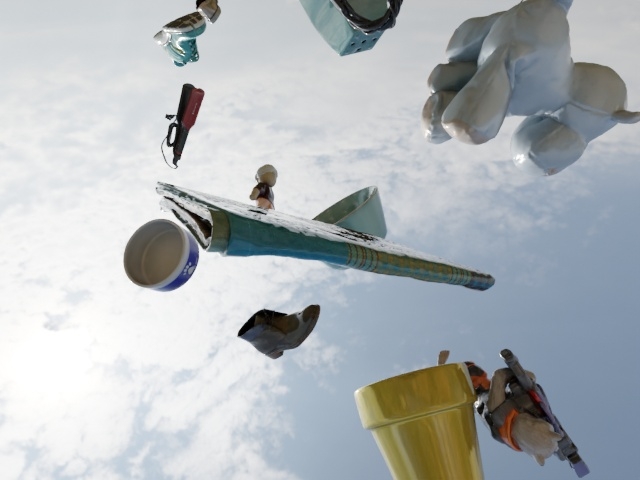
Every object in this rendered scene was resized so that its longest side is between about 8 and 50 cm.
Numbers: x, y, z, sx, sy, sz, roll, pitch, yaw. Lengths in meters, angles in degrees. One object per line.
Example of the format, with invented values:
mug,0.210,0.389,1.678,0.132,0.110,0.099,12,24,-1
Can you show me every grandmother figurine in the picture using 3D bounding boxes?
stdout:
grandmother figurine,-0.207,-0.136,1.606,0.104,0.207,0.341,-1,-116,4

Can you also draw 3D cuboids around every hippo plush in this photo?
hippo plush,0.320,-0.234,0.646,0.237,0.294,0.234,25,-153,-18

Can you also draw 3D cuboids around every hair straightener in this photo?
hair straightener,-0.368,-0.298,1.115,0.089,0.230,0.047,35,-153,29

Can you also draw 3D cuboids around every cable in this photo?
cable,0.098,-0.518,0.869,0.151,0.184,0.047,-39,-169,29

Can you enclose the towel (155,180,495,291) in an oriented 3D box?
towel,0.000,0.000,0.542,0.371,0.040,0.271,12,-174,-32

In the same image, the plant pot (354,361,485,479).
plant pot,0.221,0.407,0.893,0.254,0.254,0.238,-10,-116,-8

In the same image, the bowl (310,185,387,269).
bowl,0.084,-0.022,1.331,0.312,0.163,0.311,-32,-167,8

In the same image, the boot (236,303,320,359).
boot,-0.097,0.193,0.953,0.106,0.219,0.082,30,-143,-21

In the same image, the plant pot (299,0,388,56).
plant pot,0.063,-0.608,1.083,0.166,0.234,0.166,-22,178,-20

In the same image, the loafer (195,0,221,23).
loafer,-0.226,-0.464,0.837,0.045,0.039,0.125,-48,-139,16

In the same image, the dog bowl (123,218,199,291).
dog bowl,-0.593,0.058,1.589,0.265,0.104,0.264,-6,-110,16

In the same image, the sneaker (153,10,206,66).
sneaker,-0.362,-0.541,1.154,0.107,0.109,0.275,-38,-153,-19

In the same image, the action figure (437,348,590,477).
action figure,0.416,0.401,0.944,0.179,0.341,0.330,-36,-178,-5
